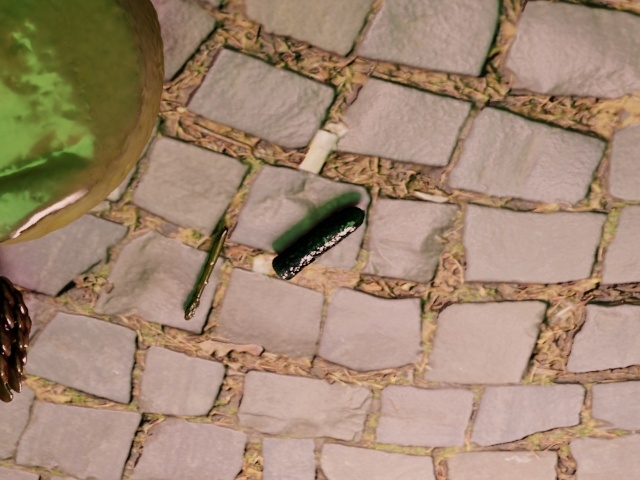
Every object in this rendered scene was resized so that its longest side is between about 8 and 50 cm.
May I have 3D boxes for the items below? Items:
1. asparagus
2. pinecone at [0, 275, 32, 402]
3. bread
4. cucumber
[{"bbox_3d":[-0.131,0.039,1.646,0.016,0.013,0.166,-18,148,-36],"label":"asparagus"},{"bbox_3d":[-0.429,0.114,1.623,0.184,0.204,0.179,30,127,20],"label":"pinecone"},{"bbox_3d":[-0.296,-0.147,1.313,0.320,0.237,0.321,-5,109,-13],"label":"bread"},{"bbox_3d":[0.000,0.000,1.580,0.032,0.032,0.133,36,129,-25],"label":"cucumber"}]
